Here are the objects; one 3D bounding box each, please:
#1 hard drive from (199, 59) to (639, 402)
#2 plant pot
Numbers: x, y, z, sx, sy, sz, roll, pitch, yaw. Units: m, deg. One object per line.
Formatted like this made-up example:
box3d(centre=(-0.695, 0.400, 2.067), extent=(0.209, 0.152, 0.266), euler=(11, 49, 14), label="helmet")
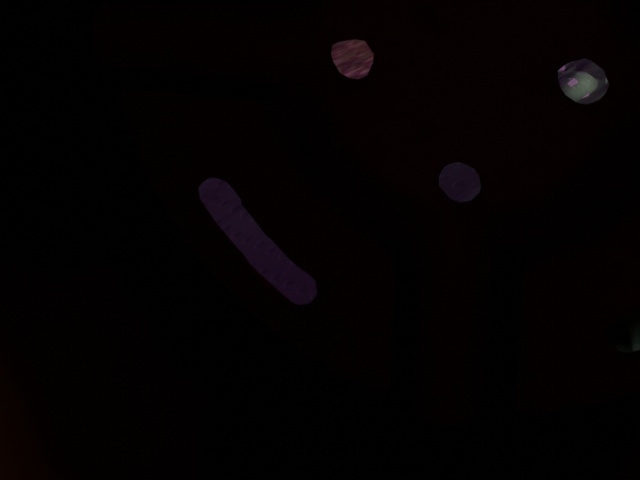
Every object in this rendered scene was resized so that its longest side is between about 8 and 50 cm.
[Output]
box3d(centre=(0.000, 0.017, 0.561), extent=(0.254, 0.054, 0.172), euler=(-17, 29, 23), label="hard drive")
box3d(centre=(0.000, 0.000, 0.309), extent=(0.272, 0.272, 0.265), euler=(-13, 15, 23), label="plant pot")
